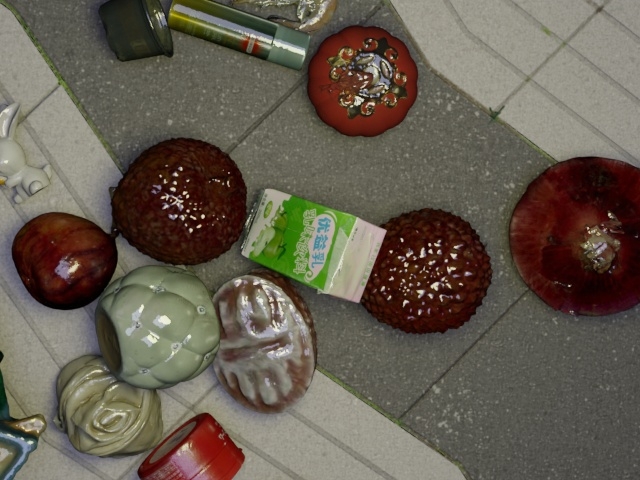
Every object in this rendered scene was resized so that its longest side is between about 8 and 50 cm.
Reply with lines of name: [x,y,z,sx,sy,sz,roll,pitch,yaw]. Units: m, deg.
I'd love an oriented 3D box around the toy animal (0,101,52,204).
toy animal: [-0.616,-0.170,1.858,0.127,0.131,0.181,-44,106,-36]

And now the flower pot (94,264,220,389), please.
flower pot: [-0.316,0.168,1.796,0.195,0.246,0.246,-16,94,-29]

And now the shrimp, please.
shrimp: [-0.074,-0.484,1.928,0.224,0.047,0.126,-9,103,-8]

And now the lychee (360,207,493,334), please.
lychee: [0.214,0.064,1.877,0.300,0.264,0.264,-13,94,-24]

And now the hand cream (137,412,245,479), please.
hand cream: [-0.258,0.446,1.864,0.193,0.193,0.125,-39,97,-4]

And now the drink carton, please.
drink carton: [-0.022,0.007,1.835,0.108,0.271,0.161,20,90,-48]

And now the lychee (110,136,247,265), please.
lychee: [-0.271,-0.073,1.822,0.261,0.260,0.260,0,92,-7]

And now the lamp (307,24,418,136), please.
lamp: [0.085,-0.318,1.869,0.227,0.227,0.226,0,92,-7]

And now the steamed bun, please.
steamed bun: [-0.426,0.338,1.860,0.211,0.144,0.217,-5,92,-7]

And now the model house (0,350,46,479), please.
model house: [-0.708,0.324,1.758,0.343,0.334,0.382,-18,89,-17]

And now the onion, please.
onion: [0.562,-0.007,1.905,0.348,0.285,0.347,1,96,10]

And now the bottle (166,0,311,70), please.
bottle: [-0.163,-0.425,1.897,0.286,0.082,0.082,17,90,-8]

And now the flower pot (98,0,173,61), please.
flower pot: [-0.367,-0.424,1.845,0.107,0.157,0.157,-15,94,6]

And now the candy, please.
candy: [-0.116,0.199,1.890,0.214,0.157,0.289,-12,100,12]

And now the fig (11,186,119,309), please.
fig: [-0.468,0.030,1.842,0.250,0.204,0.186,-22,132,-39]
